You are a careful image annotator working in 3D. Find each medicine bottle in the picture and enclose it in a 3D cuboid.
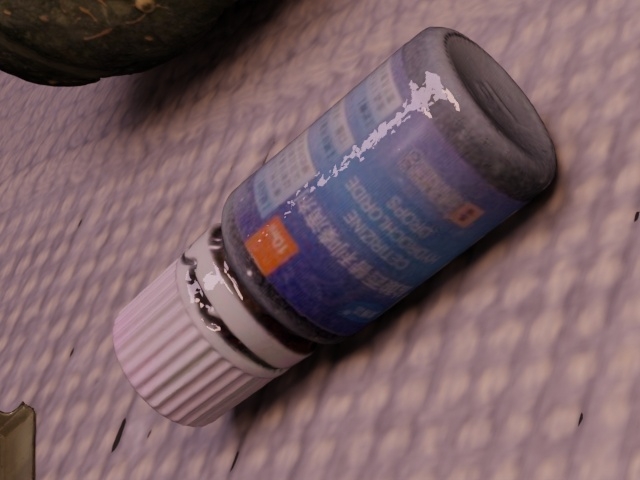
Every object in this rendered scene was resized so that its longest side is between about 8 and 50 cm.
[{"bbox_3d":[0.000,0.000,0.692,0.203,0.083,0.083,-39,31,25],"label":"medicine bottle"}]

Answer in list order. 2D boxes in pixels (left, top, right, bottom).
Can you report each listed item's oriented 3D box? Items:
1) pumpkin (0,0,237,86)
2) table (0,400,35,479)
[{"bbox_3d":[-0.114,-0.249,0.957,0.327,0.257,0.291,-33,21,44],"label":"pumpkin"},{"bbox_3d":[-0.203,0.123,0.873,0.083,0.062,0.079,-42,31,18],"label":"table"}]
